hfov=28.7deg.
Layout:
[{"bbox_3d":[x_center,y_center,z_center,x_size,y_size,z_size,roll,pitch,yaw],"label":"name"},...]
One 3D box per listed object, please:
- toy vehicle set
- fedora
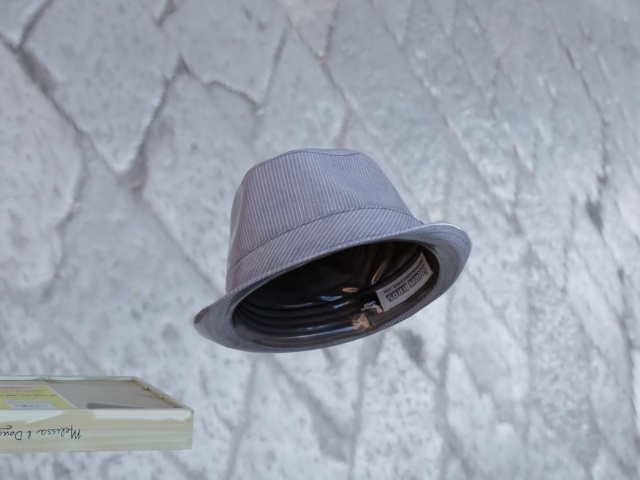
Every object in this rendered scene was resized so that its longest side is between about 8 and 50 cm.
[{"bbox_3d":[-0.262,0.148,1.082,0.267,0.166,0.035,3,93,-25],"label":"toy vehicle set"},{"bbox_3d":[0.000,0.000,1.082,0.275,0.243,0.124,29,39,-63],"label":"fedora"}]
